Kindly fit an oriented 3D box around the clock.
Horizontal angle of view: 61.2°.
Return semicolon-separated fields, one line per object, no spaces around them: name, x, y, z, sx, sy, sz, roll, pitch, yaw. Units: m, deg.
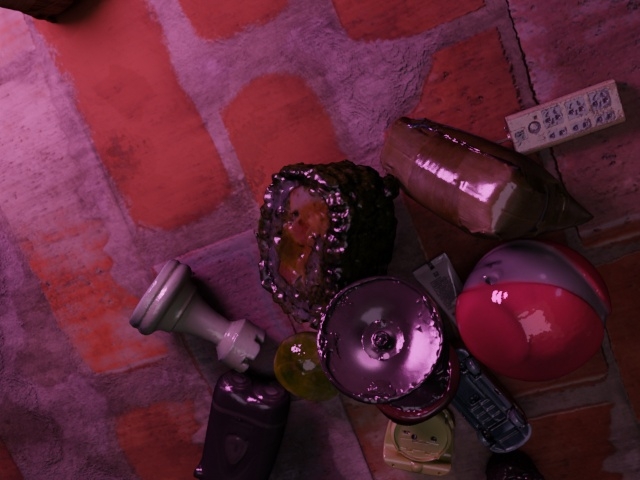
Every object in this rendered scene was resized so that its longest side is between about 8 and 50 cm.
clock;0.246;0.455;1.324;0.170;0.069;0.231;6;105;10

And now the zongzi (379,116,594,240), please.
zongzi;0.341;-0.127;1.135;0.356;0.393;0.174;40;119;39

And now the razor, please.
razor;-0.203;0.505;1.402;0.205;0.113;0.348;18;109;7

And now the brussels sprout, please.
brussels sprout;-0.020;0.300;1.301;0.181;0.144;0.161;15;87;-16

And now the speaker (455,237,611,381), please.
speaker;0.424;0.130;1.094;0.295;0.294;0.293;3;105;10

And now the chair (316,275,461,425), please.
chair;0.157;0.240;1.087;0.227;0.401;0.226;-8;64;16

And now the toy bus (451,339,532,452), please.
toy bus;0.365;0.355;1.248;0.121;0.120;0.265;-43;91;19

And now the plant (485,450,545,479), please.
plant;0.452;0.580;1.252;0.132;0.194;0.129;22;103;4

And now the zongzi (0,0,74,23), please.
zongzi;-0.577;-0.575;1.106;0.286;0.288;0.134;-37;100;17

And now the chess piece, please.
chess piece;-0.286;0.198;1.315;0.299;0.194;0.194;33;108;-8

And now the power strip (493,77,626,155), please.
power strip;0.484;-0.244;1.116;0.268;0.034;0.092;-18;100;15

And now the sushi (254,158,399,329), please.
sushi;0.000;0.000;1.149;0.294;0.178;0.351;28;120;39

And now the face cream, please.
face cream;0.316;0.150;1.244;0.092;0.058;0.243;-35;90;23
